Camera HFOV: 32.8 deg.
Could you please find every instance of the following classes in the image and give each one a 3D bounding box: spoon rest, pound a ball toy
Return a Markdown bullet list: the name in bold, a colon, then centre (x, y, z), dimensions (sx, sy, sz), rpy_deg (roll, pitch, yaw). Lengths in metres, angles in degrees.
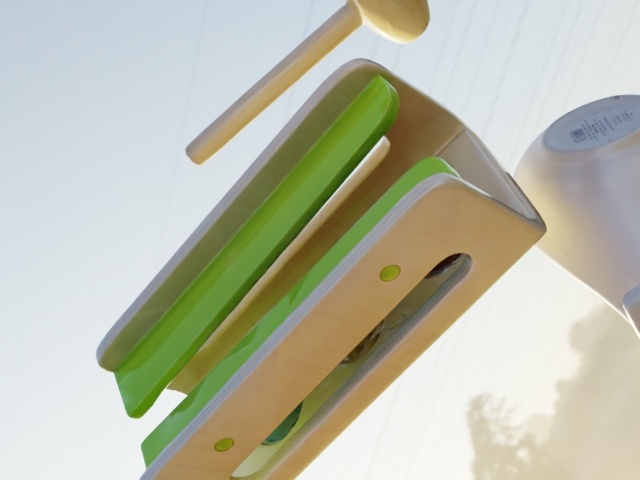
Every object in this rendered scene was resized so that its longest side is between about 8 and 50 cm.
- **spoon rest**: centre (0.179, -0.009, 0.612), dimensions (0.276, 0.137, 0.084), rpy_deg (-82, -31, -64)
- **pound a ball toy**: centre (0.000, 0.000, 0.685), dimensions (0.136, 0.208, 0.319), rpy_deg (25, -65, -41)
